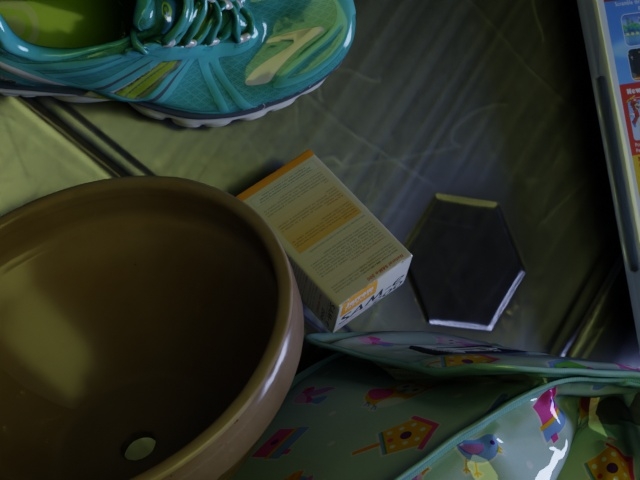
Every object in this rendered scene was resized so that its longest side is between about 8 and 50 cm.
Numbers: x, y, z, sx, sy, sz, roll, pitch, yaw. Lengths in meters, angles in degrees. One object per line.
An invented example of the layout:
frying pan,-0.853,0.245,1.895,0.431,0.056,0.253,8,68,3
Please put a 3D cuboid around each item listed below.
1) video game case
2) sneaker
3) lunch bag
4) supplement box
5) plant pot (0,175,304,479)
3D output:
video game case,0.289,-0.061,1.230,0.204,0.025,0.285,-10,90,-27
sneaker,-0.096,-0.123,1.017,0.275,0.110,0.107,-4,87,-28
lunch bag,0.052,0.141,1.006,0.262,0.223,0.160,-38,109,-23
supplement box,0.000,0.000,1.073,0.062,0.036,0.098,-34,69,-25
plant pot,-0.116,0.084,0.956,0.237,0.237,0.110,-45,139,-23
